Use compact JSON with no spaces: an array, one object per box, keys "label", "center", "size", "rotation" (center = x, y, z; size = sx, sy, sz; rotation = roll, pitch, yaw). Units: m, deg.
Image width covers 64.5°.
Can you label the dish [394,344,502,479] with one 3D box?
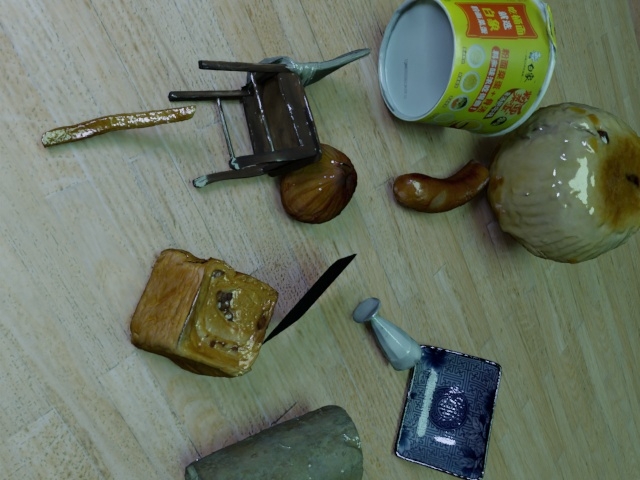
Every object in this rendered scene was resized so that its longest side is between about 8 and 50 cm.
[{"label":"dish","center":[0.273,0.362,1.083],"size":[0.080,0.182,0.243],"rotation":[55,49,-66]}]

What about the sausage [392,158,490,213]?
[{"label":"sausage","center":[0.279,-0.117,1.136],"size":[0.302,0.076,0.102],"rotation":[-17,91,-39]}]

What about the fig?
[{"label":"fig","center":[0.019,-0.110,0.858],"size":[0.134,0.201,0.146],"rotation":[16,70,-24]}]

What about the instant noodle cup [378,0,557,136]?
[{"label":"instant noodle cup","center":[0.273,-0.358,1.017],"size":[0.222,0.311,0.311],"rotation":[-8,93,-29]}]

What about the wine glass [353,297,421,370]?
[{"label":"wine glass","center":[0.133,0.186,1.015],"size":[0.155,0.073,0.073],"rotation":[50,60,-21]}]

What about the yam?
[{"label":"yam","center":[-0.064,0.372,0.793],"size":[0.268,0.161,0.161],"rotation":[-8,93,-38]}]

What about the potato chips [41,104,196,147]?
[{"label":"potato chips","center":[-0.272,-0.160,0.696],"size":[0.204,0.037,0.026],"rotation":[-14,114,-15]}]

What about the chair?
[{"label":"chair","center":[-0.058,-0.205,0.828],"size":[0.319,0.160,0.186],"rotation":[-17,94,-37]}]

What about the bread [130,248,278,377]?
[{"label":"bread","center":[-0.170,0.107,0.732],"size":[0.149,0.143,0.158],"rotation":[42,63,-38]}]

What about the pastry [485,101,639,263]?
[{"label":"pastry","center":[0.574,-0.137,1.221],"size":[0.389,0.313,0.388],"rotation":[2,87,-28]}]

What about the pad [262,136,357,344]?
[{"label":"pad","center":[0.022,0.009,0.795],"size":[0.250,0.055,0.323],"rotation":[0,113,-79]}]
